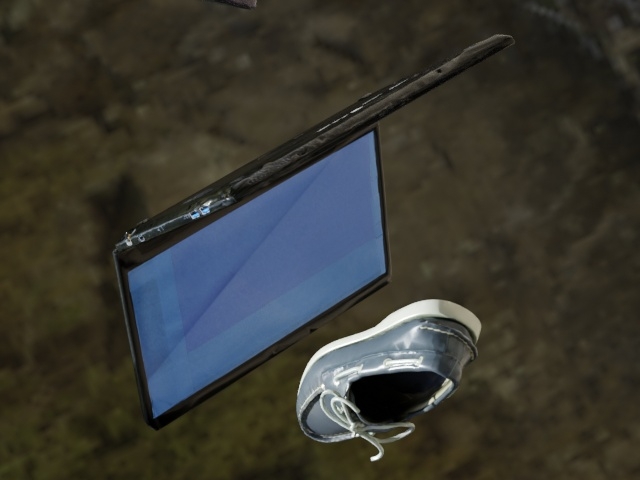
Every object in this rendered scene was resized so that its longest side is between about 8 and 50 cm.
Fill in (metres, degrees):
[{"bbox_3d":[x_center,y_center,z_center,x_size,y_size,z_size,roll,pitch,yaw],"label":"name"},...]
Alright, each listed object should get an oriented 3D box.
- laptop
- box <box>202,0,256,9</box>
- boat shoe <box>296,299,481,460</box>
[{"bbox_3d":[0.000,0.000,1.297,0.264,0.234,0.136,-20,101,59],"label":"laptop"},{"bbox_3d":[-0.099,-0.194,0.698,0.103,0.261,0.184,13,94,25],"label":"box"},{"bbox_3d":[0.052,0.136,1.787,0.095,0.079,0.254,34,141,-22],"label":"boat shoe"}]
